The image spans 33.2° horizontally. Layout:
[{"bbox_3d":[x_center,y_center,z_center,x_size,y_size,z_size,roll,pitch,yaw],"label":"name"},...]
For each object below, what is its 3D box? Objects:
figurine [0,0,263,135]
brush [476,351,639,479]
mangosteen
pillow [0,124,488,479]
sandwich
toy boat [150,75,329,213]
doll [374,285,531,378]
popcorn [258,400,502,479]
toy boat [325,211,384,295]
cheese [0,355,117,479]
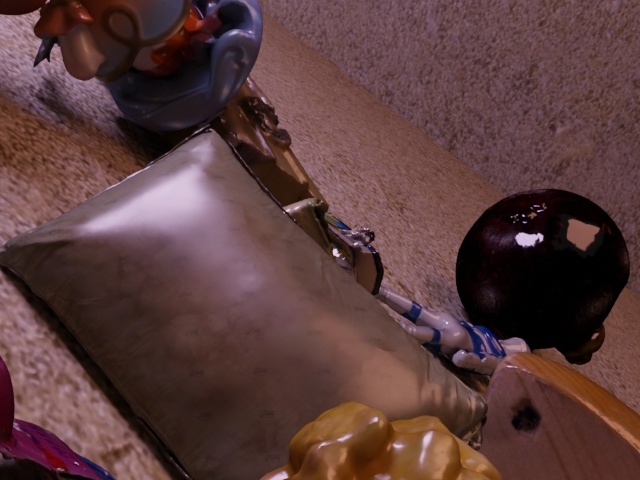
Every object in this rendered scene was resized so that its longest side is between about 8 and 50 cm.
[{"bbox_3d":[-0.244,-0.274,0.959,0.248,0.276,0.388,22,-6,33],"label":"figurine"},{"bbox_3d":[0.154,0.193,0.657,0.166,0.174,0.266,11,52,-59],"label":"brush"},{"bbox_3d":[0.299,0.062,1.419,0.228,0.228,0.265,-109,174,-64],"label":"mangosteen"},{"bbox_3d":[-0.052,0.061,0.685,0.302,0.185,0.075,45,-28,23],"label":"pillow"},{"bbox_3d":[-0.010,0.028,0.873,0.162,0.058,0.193,-113,-176,-62],"label":"sandwich"},{"bbox_3d":[-0.142,-0.164,1.197,0.162,0.136,0.445,22,27,-55],"label":"toy boat"},{"bbox_3d":[0.159,0.117,1.195,0.227,0.057,0.114,20,16,-29],"label":"doll"},{"bbox_3d":[0.010,0.172,0.434,0.140,0.194,0.163,24,-26,19],"label":"popcorn"},{"bbox_3d":[0.000,0.000,1.143,0.066,0.084,0.210,-18,33,-24],"label":"toy boat"},{"bbox_3d":[-0.171,0.072,0.493,0.244,0.062,0.155,44,-12,-35],"label":"cheese"}]
